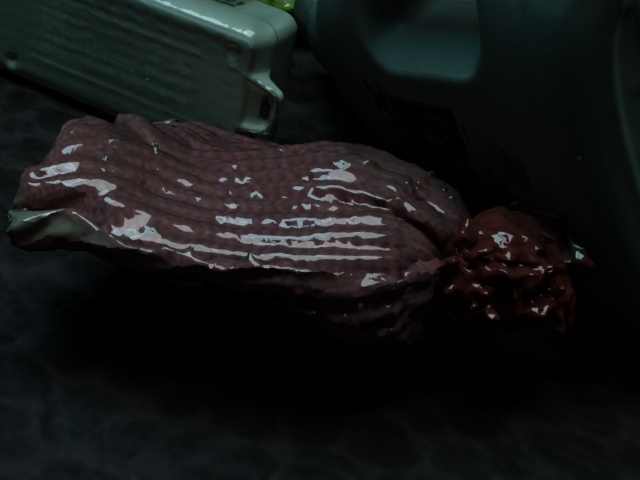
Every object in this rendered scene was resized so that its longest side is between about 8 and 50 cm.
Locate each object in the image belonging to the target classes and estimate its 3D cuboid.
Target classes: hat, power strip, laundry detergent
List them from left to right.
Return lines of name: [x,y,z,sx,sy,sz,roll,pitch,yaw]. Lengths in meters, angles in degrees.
power strip: [-0.164,-0.149,0.954,0.338,0.098,0.058,23,32,17]
hat: [0.000,0.000,0.762,0.286,0.107,0.237,14,22,13]
laundry detergent: [0.094,-0.113,0.879,0.124,0.264,0.398,-39,35,-10]

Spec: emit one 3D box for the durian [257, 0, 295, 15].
durian: [-0.048,-0.262,1.111,0.355,0.170,0.157,10,33,-6]
